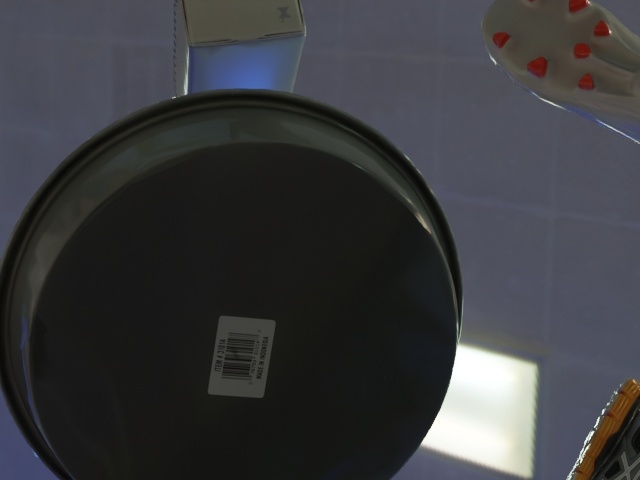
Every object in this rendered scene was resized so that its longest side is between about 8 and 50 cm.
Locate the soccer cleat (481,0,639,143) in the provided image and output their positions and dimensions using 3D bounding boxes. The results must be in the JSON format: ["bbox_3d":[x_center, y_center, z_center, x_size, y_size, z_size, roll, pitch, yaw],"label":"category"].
[{"bbox_3d":[0.179,-0.087,0.704,0.196,0.076,0.068,29,-100,29],"label":"soccer cleat"}]

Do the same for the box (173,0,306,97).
[{"bbox_3d":[-0.088,-0.178,1.213,0.275,0.113,0.094,115,-34,-71],"label":"box"}]

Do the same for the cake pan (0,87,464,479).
[{"bbox_3d":[-0.046,0.058,0.728,0.054,0.293,0.293,-126,-136,-69],"label":"cake pan"}]

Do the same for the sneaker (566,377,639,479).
[{"bbox_3d":[0.250,0.222,1.048,0.083,0.084,0.215,30,-108,12],"label":"sneaker"}]
